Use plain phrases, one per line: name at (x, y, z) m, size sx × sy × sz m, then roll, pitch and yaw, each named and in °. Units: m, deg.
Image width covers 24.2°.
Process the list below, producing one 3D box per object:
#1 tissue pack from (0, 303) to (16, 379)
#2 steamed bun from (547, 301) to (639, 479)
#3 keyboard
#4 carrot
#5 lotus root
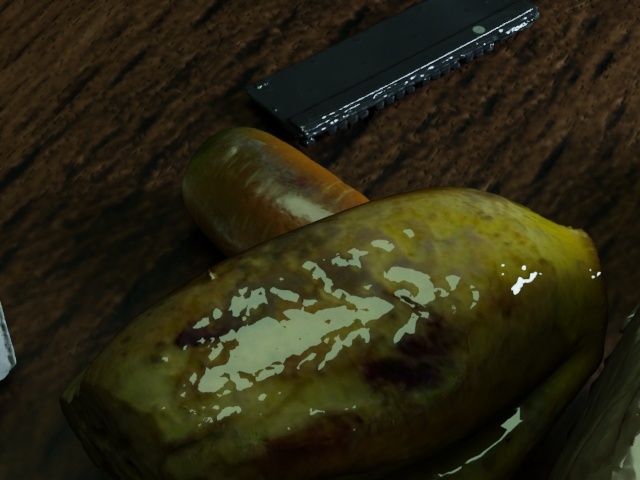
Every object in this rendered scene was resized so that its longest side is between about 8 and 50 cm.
tissue pack at (-0.266, 0.030, 0.876) m, size 0.106 × 0.099 × 0.149 m, roll -30°, pitch 57°, yaw -24°
steamed bun at (0.223, 0.121, 0.728) m, size 0.199 × 0.251 × 0.301 m, roll 28°, pitch 57°, yaw 9°
keyboard at (0.055, -0.134, 1.093) m, size 0.231 × 0.023 × 0.072 m, roll -30°, pitch 49°, yaw -26°
carrot at (0.000, 0.000, 0.930) m, size 0.193 × 0.087 × 0.087 m, roll 33°, pitch 55°, yaw 21°
lotus root at (0.021, 0.078, 0.793) m, size 0.291 × 0.193 × 0.193 m, roll -22°, pitch 53°, yaw -14°
